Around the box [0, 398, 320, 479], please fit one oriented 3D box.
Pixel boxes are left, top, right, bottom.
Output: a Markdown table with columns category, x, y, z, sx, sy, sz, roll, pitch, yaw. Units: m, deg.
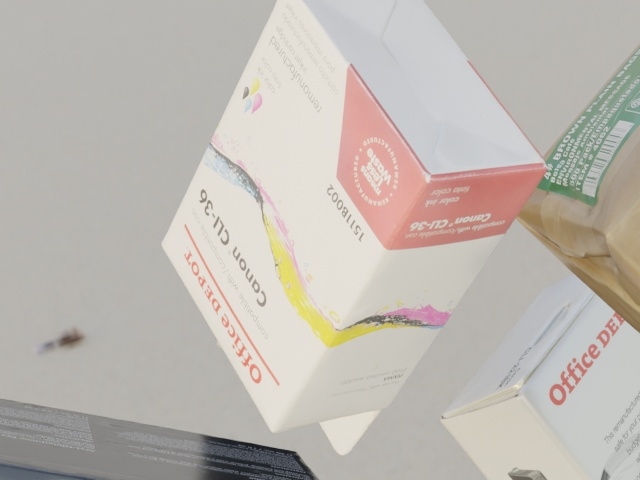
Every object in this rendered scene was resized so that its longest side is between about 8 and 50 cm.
| category | x | y | z | sx | sy | sz | roll | pitch | yaw |
| --- | --- | --- | --- | --- | --- | --- | --- | --- | --- |
| box | -0.129 | 0.157 | 0.866 | 0.261 | 0.103 | 0.184 | 12 | 0 | -12 |

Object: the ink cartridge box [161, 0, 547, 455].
| category | x | y | z | sx | sy | sz | roll | pitch | yaw |
| --- | --- | --- | --- | --- | --- | --- | --- | --- | --- |
| ink cartridge box | 0.000 | 0.000 | 0.682 | 0.067 | 0.198 | 0.115 | -8 | 52 | -36 |

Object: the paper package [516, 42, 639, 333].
| category | x | y | z | sx | sy | sz | roll | pitch | yaw |
| --- | --- | --- | --- | --- | --- | --- | --- | --- | --- |
| paper package | 0.337 | -0.041 | 0.963 | 0.325 | 0.309 | 0.168 | -50 | 13 | -3 |

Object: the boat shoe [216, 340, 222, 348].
| category | x | y | z | sx | sy | sz | roll | pitch | yaw |
| --- | --- | --- | --- | --- | --- | --- | --- | --- | --- |
| boat shoe | 0.008 | 0.047 | 1.326 | 0.113 | 0.127 | 0.340 | 31 | 8 | 3 |

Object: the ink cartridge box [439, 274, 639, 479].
| category | x | y | z | sx | sy | sz | roll | pitch | yaw |
| --- | --- | --- | --- | --- | --- | --- | --- | --- | --- |
| ink cartridge box | 0.261 | 0.180 | 1.366 | 0.197 | 0.273 | 0.114 | -45 | 12 | -37 |
